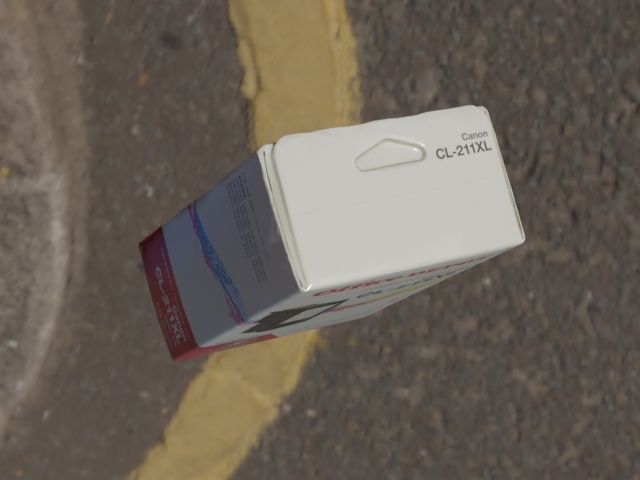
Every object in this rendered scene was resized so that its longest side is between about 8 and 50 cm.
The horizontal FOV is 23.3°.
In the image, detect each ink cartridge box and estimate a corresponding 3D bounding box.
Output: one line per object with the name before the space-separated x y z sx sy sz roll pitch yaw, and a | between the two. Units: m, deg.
ink cartridge box | 0.000 0.000 0.784 0.127 0.072 0.175 -11 171 -27
